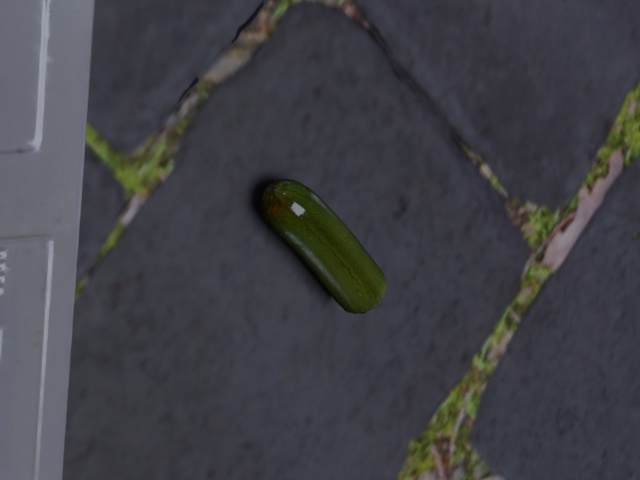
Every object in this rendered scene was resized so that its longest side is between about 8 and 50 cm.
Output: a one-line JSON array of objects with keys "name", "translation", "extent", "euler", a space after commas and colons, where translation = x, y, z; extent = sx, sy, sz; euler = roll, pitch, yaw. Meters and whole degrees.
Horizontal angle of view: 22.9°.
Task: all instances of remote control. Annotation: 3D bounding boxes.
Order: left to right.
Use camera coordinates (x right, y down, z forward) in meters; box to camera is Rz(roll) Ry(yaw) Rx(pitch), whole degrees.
[{"name": "remote control", "translation": [-0.141, -0.005, 0.563], "extent": [0.103, 0.055, 0.277], "euler": [-6, 107, -43]}]

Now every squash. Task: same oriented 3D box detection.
[{"name": "squash", "translation": [0.000, 0.000, 0.720], "extent": [0.027, 0.027, 0.083], "euler": [-54, 133, -16]}]
